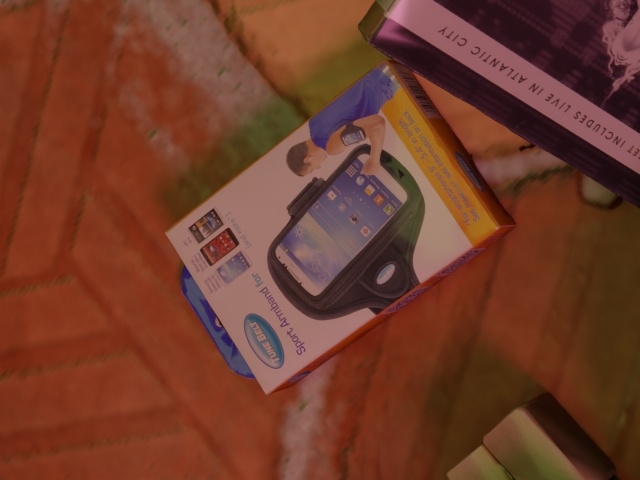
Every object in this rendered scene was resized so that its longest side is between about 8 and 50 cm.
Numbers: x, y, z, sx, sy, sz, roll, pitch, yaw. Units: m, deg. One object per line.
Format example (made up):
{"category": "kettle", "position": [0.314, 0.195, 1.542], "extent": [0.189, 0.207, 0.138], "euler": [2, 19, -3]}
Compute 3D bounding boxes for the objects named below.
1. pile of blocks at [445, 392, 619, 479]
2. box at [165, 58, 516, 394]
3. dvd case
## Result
{"category": "pile of blocks", "position": [0.056, 0.242, 0.543], "extent": [0.149, 0.112, 0.362], "euler": [-3, 90, 23]}
{"category": "box", "position": [0.000, 0.000, 0.603], "extent": [0.136, 0.028, 0.081], "euler": [-37, 79, 18]}
{"category": "dvd case", "position": [0.138, -0.118, 0.486], "extent": [0.221, 0.164, 0.018], "euler": [-55, 31, 15]}
